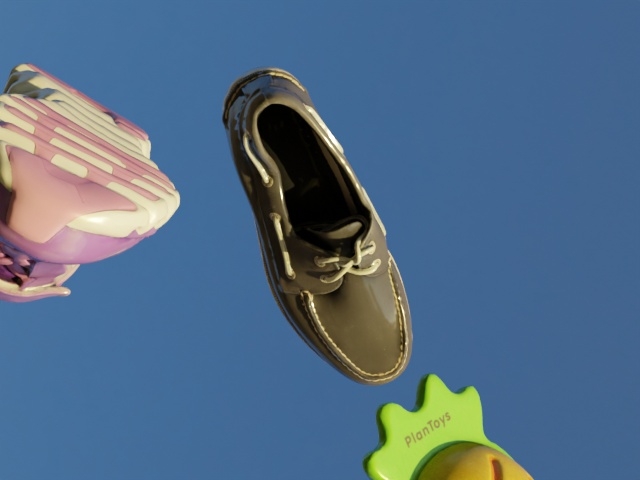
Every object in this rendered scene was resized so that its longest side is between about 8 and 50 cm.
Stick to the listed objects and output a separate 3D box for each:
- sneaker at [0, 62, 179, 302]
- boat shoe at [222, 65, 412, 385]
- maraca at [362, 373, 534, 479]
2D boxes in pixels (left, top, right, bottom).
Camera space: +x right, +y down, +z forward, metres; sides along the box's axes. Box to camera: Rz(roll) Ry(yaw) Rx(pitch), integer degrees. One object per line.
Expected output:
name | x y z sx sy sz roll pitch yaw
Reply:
sneaker | -0.133 -0.013 0.828 0.095 0.236 0.104 33 -85 -12
boat shoe | 0.000 0.000 1.011 0.075 0.065 0.206 -24 -75 -4
maraca | 0.090 0.178 1.121 0.099 0.127 0.185 -16 -79 49
